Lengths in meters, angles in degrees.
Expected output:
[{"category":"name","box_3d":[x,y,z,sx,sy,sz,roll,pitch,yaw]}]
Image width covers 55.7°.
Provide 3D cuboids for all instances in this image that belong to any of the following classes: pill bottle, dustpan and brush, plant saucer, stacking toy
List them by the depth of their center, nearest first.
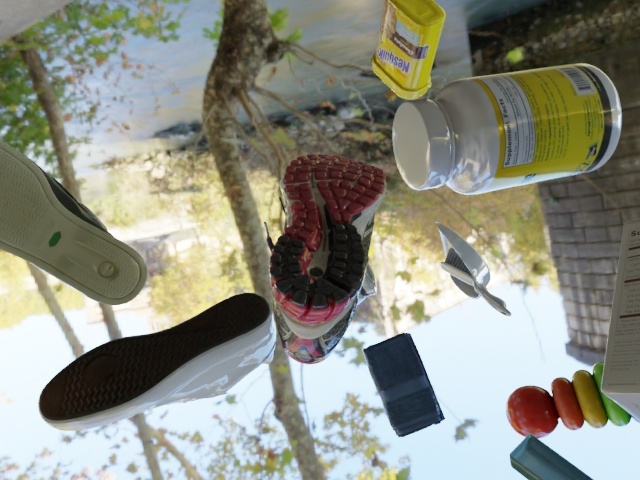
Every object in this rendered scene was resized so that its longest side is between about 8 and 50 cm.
[{"category":"plant saucer","box_3d":[0.290,0.281,0.636,0.192,0.018,0.067,35,-154,29]},{"category":"pill bottle","box_3d":[0.299,-0.179,0.998,0.333,0.188,0.188,-11,-177,-14]},{"category":"stacking toy","box_3d":[0.469,0.250,0.998,0.330,0.141,0.141,-18,180,18]},{"category":"dustpan and brush","box_3d":[0.278,0.069,1.098,0.060,0.147,0.211,-38,-138,-16]}]

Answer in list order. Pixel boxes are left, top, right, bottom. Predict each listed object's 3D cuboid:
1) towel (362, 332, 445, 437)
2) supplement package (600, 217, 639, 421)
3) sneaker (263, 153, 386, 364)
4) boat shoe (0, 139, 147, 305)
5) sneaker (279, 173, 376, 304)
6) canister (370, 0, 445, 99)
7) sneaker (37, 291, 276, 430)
[{"category":"towel","box_3d":[0.102,0.177,0.750,0.067,0.120,0.029,-23,175,10]},{"category":"supplement package","box_3d":[0.327,0.071,0.522,0.105,0.179,0.105,37,149,-23]},{"category":"sneaker","box_3d":[0.000,0.000,0.684,0.120,0.112,0.299,12,-140,6]},{"category":"boat shoe","box_3d":[-0.278,-0.018,0.605,0.084,0.233,0.079,-51,-167,-11]},{"category":"sneaker","box_3d":[-0.007,0.004,0.936,0.094,0.235,0.090,-31,-179,17]},{"category":"canister","box_3d":[0.158,-0.362,1.102,0.073,0.126,0.170,-30,155,-20]},{"category":"sneaker","box_3d":[-0.185,0.174,0.746,0.290,0.123,0.106,-20,-135,-14]}]
